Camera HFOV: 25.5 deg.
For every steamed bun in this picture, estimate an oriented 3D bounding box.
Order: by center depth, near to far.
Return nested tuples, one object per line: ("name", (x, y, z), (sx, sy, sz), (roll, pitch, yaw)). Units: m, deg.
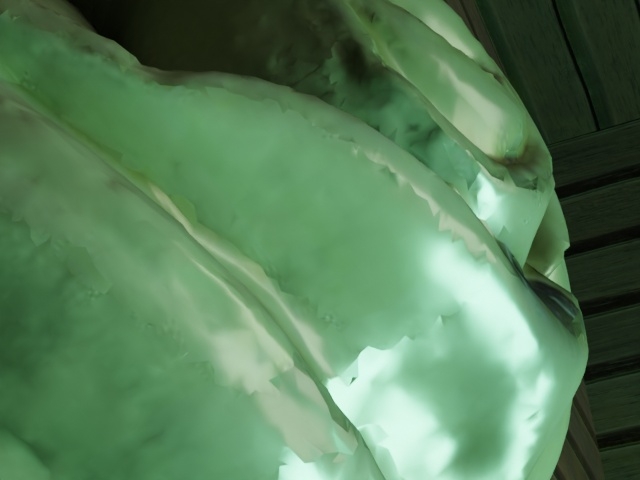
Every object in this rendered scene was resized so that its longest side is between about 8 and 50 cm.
("steamed bun", (-0.040, 0.009, 0.526), (0.342, 0.255, 0.368), (59, 19, 15))
